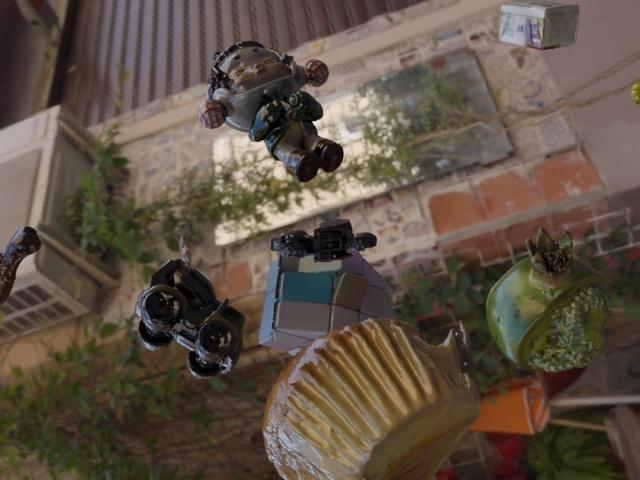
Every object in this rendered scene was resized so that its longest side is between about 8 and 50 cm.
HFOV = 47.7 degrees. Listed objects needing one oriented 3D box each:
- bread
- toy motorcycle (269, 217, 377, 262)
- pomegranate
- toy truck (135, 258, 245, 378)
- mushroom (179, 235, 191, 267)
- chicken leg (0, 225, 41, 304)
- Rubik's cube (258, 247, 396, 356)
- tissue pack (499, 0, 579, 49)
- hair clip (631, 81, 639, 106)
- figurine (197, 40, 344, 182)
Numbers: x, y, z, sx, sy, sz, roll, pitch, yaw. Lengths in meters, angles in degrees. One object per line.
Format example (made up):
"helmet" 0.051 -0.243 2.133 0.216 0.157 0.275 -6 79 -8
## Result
"bread" 0.049 0.229 0.907 0.183 0.236 0.388 56 152 28
"toy motorcycle" 0.000 -0.001 1.426 0.122 0.213 0.082 -170 78 -66
"pomegranate" 0.477 0.124 1.513 0.260 0.261 0.340 -88 -10 -58
"toy truck" -0.235 0.143 1.367 0.165 0.224 0.147 -58 -2 -34
"mushroom" -0.333 0.037 1.787 0.049 0.019 0.101 11 112 59
"chicken leg" -0.609 0.044 1.237 0.083 0.323 0.177 -10 -73 -68
"Rubik's cube" 0.005 0.198 2.170 0.368 0.358 0.387 18 -115 -26
"tissue pack" 0.503 -0.500 1.674 0.149 0.106 0.099 39 138 55
"hair clip" 0.870 -0.391 1.908 0.173 0.046 0.072 -19 -89 -39
"figurine" -0.095 -0.254 1.397 0.370 0.281 0.167 50 156 33
